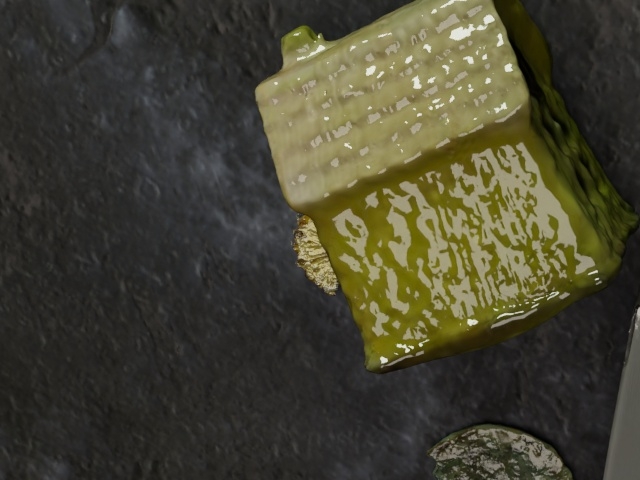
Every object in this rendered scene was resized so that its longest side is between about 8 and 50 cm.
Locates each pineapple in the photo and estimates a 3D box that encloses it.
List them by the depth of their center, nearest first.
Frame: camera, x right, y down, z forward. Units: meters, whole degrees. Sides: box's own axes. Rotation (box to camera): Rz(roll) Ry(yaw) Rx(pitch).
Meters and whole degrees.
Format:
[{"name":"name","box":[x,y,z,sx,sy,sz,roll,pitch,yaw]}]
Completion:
[{"name":"pineapple","box":[0.000,0.000,1.150,0.045,0.019,0.083,10,110,7]}]

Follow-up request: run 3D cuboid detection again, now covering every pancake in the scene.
[{"name":"pancake","box":[0.144,0.203,1.173,0.116,0.022,0.130,-4,106,15]}]

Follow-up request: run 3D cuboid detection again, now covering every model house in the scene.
[{"name":"model house","box":[0.077,-0.057,1.022,0.193,0.175,0.234,-24,103,23]}]

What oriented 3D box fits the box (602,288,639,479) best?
[{"name":"box","box":[0.303,0.178,1.074,0.200,0.106,0.299,10,112,13]}]
